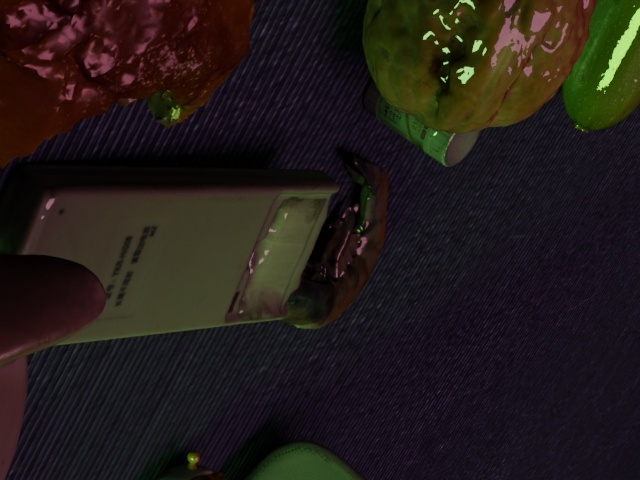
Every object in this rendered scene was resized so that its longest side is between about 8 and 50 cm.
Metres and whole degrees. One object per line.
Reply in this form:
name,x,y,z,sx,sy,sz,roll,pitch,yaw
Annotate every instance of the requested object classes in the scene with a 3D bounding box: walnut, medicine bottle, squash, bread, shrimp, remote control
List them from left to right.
bread,-0.152,-0.138,0.743,0.185,0.109,0.380,-51,156,-4
remote control,-0.101,0.006,1.044,0.285,0.038,0.123,-5,124,-48
shrimp,0.000,0.000,1.239,0.150,0.051,0.217,-63,157,8
medicine bottle,0.078,-0.097,1.193,0.047,0.083,0.047,-39,152,-26
walnut,0.110,-0.157,1.102,0.155,0.155,0.184,-18,137,-49
squash,0.273,-0.183,1.407,0.095,0.095,0.188,-19,143,-49

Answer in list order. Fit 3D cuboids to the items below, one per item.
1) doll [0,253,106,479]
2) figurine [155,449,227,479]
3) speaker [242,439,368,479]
doll,-0.278,0.128,0.724,0.370,0.215,0.226,-56,176,34
figurine,-0.125,0.242,1.321,0.101,0.068,0.143,-29,158,-32
speaker,-0.088,0.385,1.421,0.406,0.183,0.184,-47,164,-12
